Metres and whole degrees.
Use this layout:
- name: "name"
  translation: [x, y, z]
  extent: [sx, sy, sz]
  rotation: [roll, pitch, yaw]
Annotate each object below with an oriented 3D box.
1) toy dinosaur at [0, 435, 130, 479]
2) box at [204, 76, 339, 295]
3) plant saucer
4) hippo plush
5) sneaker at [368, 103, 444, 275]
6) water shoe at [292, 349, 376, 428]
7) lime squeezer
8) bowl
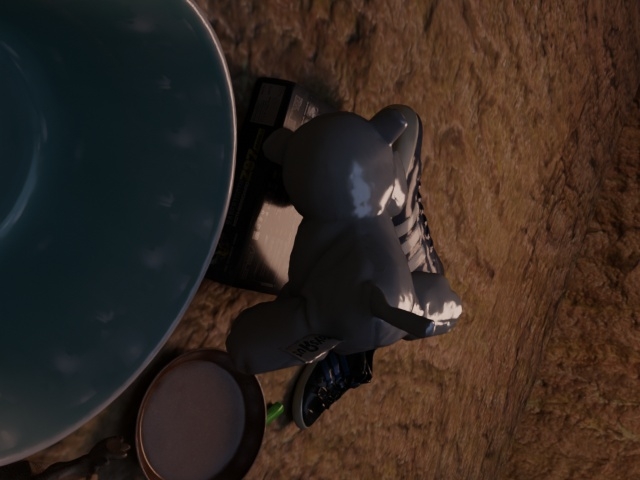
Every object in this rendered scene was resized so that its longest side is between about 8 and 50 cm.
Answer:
- name: "toy dinosaur"
  translation: [-0.269, 0.246, 0.552]
  extent: [0.296, 0.127, 0.200]
  rotation: [-15, 124, -48]
- name: "box"
  translation: [-0.035, -0.050, 0.828]
  extent: [0.183, 0.059, 0.232]
  rotation: [18, 90, -56]
- name: "plant saucer"
  translation: [-0.134, 0.202, 0.777]
  extent: [0.168, 0.029, 0.168]
  rotation: [4, 84, -42]
- name: "hippo plush"
  translation: [0.000, 0.000, 0.713]
  extent: [0.294, 0.234, 0.236]
  rotation: [17, 60, -71]
- name: "sneaker"
  translation: [0.109, -0.012, 0.965]
  extent: [0.148, 0.131, 0.350]
  rotation: [1, 116, -22]
- name: "water shoe"
  translation: [0.033, 0.191, 1.029]
  extent: [0.203, 0.080, 0.073]
  rotation: [-56, 144, -25]
- name: "lime squeezer"
  translation: [-0.143, 0.289, 0.845]
  extent: [0.310, 0.059, 0.110]
  rotation: [-50, 172, -35]
- name: "bowl"
  translation: [-0.209, -0.034, 0.441]
  extent: [0.311, 0.163, 0.311]
  rotation: [-48, 150, -40]
